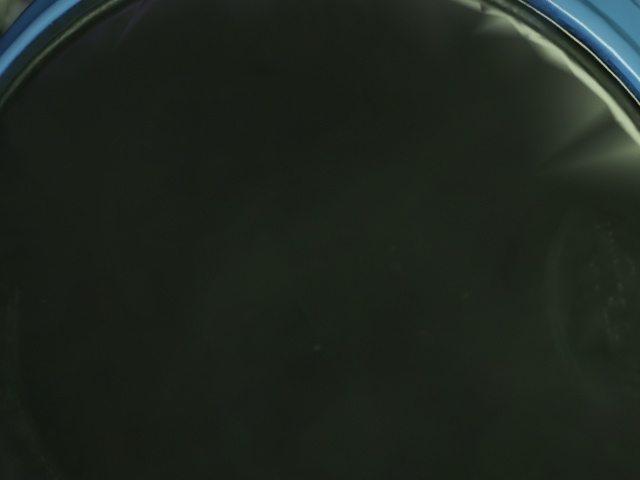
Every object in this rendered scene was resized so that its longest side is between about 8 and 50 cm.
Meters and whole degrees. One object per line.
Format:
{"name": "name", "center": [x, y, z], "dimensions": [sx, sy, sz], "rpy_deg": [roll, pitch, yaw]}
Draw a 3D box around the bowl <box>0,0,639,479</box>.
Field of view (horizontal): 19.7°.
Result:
{"name": "bowl", "center": [0.003, 0.039, 0.815], "dimensions": [0.391, 0.077, 0.391], "rpy_deg": [3, 106, 10]}
